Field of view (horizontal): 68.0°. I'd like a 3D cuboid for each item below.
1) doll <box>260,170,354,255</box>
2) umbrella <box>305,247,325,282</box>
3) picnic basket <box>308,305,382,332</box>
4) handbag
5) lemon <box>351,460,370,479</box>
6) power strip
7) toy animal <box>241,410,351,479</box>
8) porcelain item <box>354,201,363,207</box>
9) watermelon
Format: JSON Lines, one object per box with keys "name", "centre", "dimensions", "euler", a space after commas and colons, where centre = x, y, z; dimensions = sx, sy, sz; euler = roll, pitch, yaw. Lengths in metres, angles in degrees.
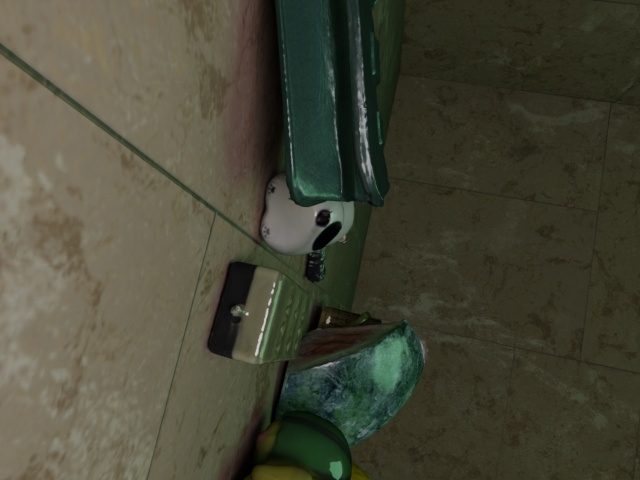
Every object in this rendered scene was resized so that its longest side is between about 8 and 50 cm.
{"name": "doll", "centre": [-0.013, -0.039, 0.650], "dimensions": [0.181, 0.107, 0.110], "euler": [-26, 125, -76]}
{"name": "umbrella", "centre": [0.000, 0.000, 0.968], "dimensions": [0.046, 0.050, 0.188], "euler": [-107, -160, -59]}
{"name": "picnic basket", "centre": [0.045, 0.332, 1.279], "dimensions": [0.228, 0.176, 0.312], "euler": [50, 55, -80]}
{"name": "handbag", "centre": [0.022, -0.203, 0.511], "dimensions": [0.238, 0.090, 0.326], "euler": [-39, 124, -72]}
{"name": "lemon", "centre": [-0.003, 0.584, 0.984], "dimensions": [0.310, 0.258, 0.257], "euler": [-3, 104, -82]}
{"name": "power strip", "centre": [-0.066, 0.099, 0.604], "dimensions": [0.256, 0.070, 0.105], "euler": [60, 42, -75]}
{"name": "toy animal", "centre": [-0.043, 0.409, 0.707], "dimensions": [0.338, 0.191, 0.215], "euler": [-54, 166, -68]}
{"name": "porcelain item", "centre": [0.086, -0.116, 1.282], "dimensions": [0.021, 0.075, 0.136], "euler": [-28, 129, -78]}
{"name": "watermelon", "centre": [0.032, 0.294, 1.049], "dimensions": [0.258, 0.387, 0.228], "euler": [26, -42, 61]}
